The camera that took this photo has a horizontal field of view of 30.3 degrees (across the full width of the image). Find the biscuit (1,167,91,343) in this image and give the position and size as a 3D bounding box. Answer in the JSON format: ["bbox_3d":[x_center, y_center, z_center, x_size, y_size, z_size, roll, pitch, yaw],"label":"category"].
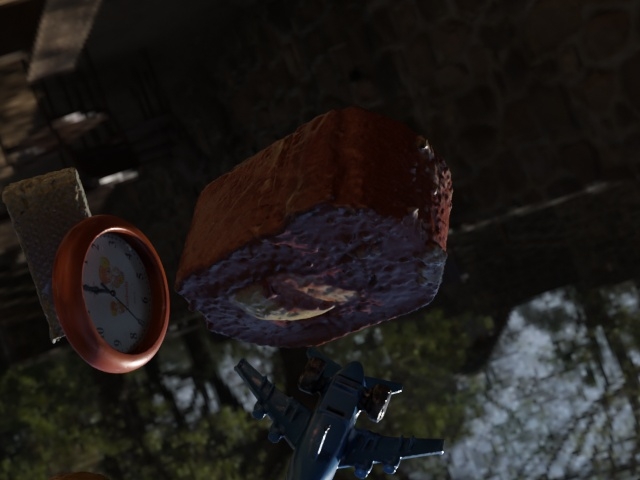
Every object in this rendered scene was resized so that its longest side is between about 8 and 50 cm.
[{"bbox_3d":[-0.359,0.020,1.646,0.108,0.238,0.062,-17,-158,-9],"label":"biscuit"}]

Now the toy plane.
[{"bbox_3d":[0.012,0.200,1.289,0.254,0.105,0.271,22,-160,5],"label":"toy plane"}]

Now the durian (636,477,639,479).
[{"bbox_3d":[0.388,0.335,1.197,0.339,0.205,0.255,104,11,-57],"label":"durian"}]

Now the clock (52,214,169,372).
[{"bbox_3d":[-0.268,0.068,1.512,0.051,0.205,0.205,-13,-177,29],"label":"clock"}]

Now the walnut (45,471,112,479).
[{"bbox_3d":[-0.275,0.363,1.272,0.195,0.195,0.221,-20,-146,41],"label":"walnut"}]

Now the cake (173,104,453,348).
[{"bbox_3d":[0.000,0.000,1.113,0.283,0.177,0.150,-29,-146,36],"label":"cake"}]
